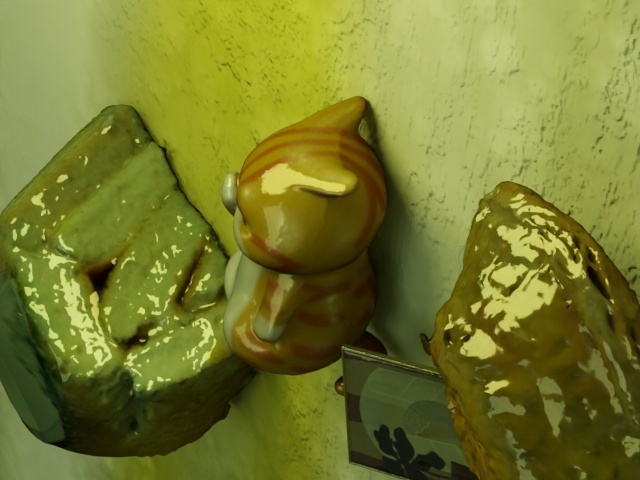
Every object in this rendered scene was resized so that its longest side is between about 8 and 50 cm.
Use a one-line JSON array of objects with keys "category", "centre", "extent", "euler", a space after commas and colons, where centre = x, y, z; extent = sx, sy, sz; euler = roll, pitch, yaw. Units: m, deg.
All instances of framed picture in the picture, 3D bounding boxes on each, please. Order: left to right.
[{"category": "framed picture", "centre": [0.111, 0.177, 1.640], "extent": [0.201, 0.010, 0.136], "euler": [13, 124, 27]}]

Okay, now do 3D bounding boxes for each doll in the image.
[{"category": "doll", "centre": [-0.017, 0.008, 1.679], "extent": [0.166, 0.162, 0.269], "euler": [-98, 5, -47]}]

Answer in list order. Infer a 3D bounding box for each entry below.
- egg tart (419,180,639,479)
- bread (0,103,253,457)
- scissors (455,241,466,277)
[{"category": "egg tart", "centre": [0.178, 0.131, 1.350], "extent": [0.339, 0.153, 0.351], "euler": [-121, 13, -70]}, {"category": "bread", "centre": [-0.267, 0.055, 2.035], "extent": [0.395, 0.264, 0.239], "euler": [57, 154, 16]}, {"category": "scissors", "centre": [0.158, 0.099, 1.554], "extent": [0.101, 0.027, 0.204], "euler": [-19, 86, 33]}]
